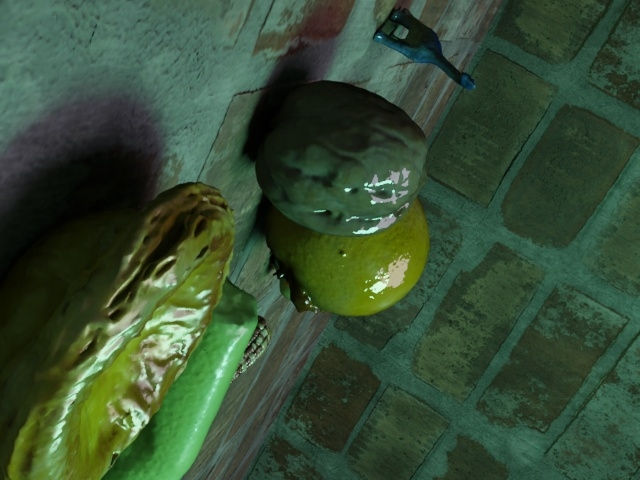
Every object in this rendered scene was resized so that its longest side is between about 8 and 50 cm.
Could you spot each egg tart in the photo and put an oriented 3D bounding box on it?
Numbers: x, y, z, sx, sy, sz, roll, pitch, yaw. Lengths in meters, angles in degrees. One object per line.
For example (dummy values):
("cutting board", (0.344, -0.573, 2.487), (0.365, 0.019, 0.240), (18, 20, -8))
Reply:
("egg tart", (-0.187, 0.075, 0.621), (0.319, 0.128, 0.319), (-58, 173, -12))

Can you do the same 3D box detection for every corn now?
("corn", (-0.172, 0.221, 1.348), (0.237, 0.079, 0.079), (-40, 160, -50))

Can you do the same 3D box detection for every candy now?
("candy", (-0.194, 0.191, 0.921), (0.344, 0.142, 0.132), (-61, -176, 20))

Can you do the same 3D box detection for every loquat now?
("loquat", (0.038, -0.002, 1.156), (0.275, 0.274, 0.275), (-57, 171, -15))

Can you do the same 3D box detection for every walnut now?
("walnut", (0.031, -0.101, 0.927), (0.224, 0.224, 0.224), (-57, 171, -15))

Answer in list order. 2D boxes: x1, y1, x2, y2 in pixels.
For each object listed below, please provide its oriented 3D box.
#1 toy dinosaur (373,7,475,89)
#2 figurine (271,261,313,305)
("toy dinosaur", (0.190, -0.308, 1.217), (0.075, 0.188, 0.247), (-53, 174, 14))
("figurine", (-0.002, 0.000, 1.394), (0.180, 0.153, 0.262), (15, 89, -71))
